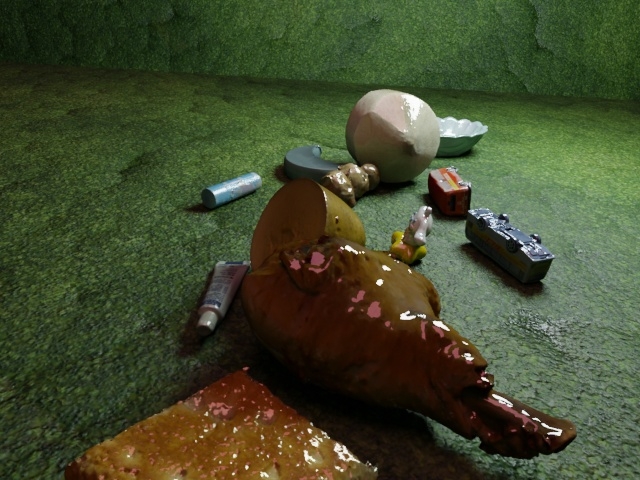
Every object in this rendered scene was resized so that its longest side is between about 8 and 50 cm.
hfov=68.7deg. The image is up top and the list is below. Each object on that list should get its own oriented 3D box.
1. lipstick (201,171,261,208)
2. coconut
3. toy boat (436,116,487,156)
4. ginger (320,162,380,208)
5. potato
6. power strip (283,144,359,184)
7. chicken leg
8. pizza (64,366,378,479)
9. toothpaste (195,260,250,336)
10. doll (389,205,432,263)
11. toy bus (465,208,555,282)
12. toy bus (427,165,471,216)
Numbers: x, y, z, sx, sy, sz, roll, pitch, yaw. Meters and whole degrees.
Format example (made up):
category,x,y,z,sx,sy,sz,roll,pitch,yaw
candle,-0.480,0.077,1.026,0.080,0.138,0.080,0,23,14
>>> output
category,x,y,z,sx,sy,sz,roll,pitch,yaw
lipstick,-0.204,-0.119,1.093,0.048,0.048,0.157,20,31,28
coconut,0.195,-0.280,1.258,0.237,0.238,0.266,-3,30,-13
toy boat,0.414,-0.342,1.549,0.290,0.100,0.199,-11,31,-28
ginger,0.075,-0.137,1.134,0.104,0.080,0.204,52,40,3
potato,0.000,0.000,0.780,0.157,0.203,0.178,14,46,-33
power strip,-0.007,-0.196,1.262,0.167,0.054,0.253,-14,32,-25
chicken leg,0.112,0.116,0.594,0.409,0.182,0.295,25,18,28
pizza,-0.091,0.212,0.469,0.291,0.058,0.197,2,27,-7
toothpaste,-0.155,0.080,0.734,0.061,0.037,0.216,4,24,0
doll,0.180,-0.009,0.871,0.071,0.113,0.135,26,9,0
toy bus,0.358,0.005,0.906,0.064,0.075,0.190,-9,31,-20
toy bus,0.313,-0.123,1.148,0.077,0.079,0.174,-7,28,0
